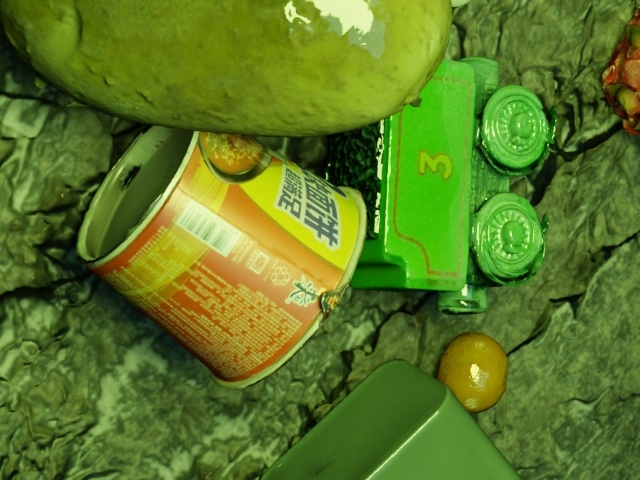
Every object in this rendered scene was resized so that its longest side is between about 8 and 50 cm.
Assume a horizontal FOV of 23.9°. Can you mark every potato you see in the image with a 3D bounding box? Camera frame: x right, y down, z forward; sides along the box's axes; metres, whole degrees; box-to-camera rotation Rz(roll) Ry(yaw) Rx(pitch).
[{"bbox_3d":[-0.072,-0.214,1.161,0.359,0.219,0.270,12,98,11],"label":"potato"}]

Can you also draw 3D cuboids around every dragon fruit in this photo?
[{"bbox_3d":[0.353,-0.150,1.504,0.133,0.208,0.150,24,138,-19],"label":"dragon fruit"}]

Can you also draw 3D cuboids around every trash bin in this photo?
[{"bbox_3d":[0.115,0.312,1.521,0.223,0.158,0.343,-43,115,-10],"label":"trash bin"}]

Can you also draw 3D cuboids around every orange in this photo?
[{"bbox_3d":[0.154,0.135,1.523,0.083,0.070,0.083,19,90,-76],"label":"orange"}]

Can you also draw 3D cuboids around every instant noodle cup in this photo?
[{"bbox_3d":[-0.091,-0.004,1.285,0.174,0.213,0.213,36,88,-24],"label":"instant noodle cup"}]

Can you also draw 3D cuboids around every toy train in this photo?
[{"bbox_3d":[0.105,-0.054,1.389,0.188,0.132,0.243,4,87,-29],"label":"toy train"}]

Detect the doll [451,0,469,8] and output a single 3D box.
[{"bbox_3d":[0.139,-0.279,1.387,0.219,0.067,0.091,-39,124,-10],"label":"doll"}]
